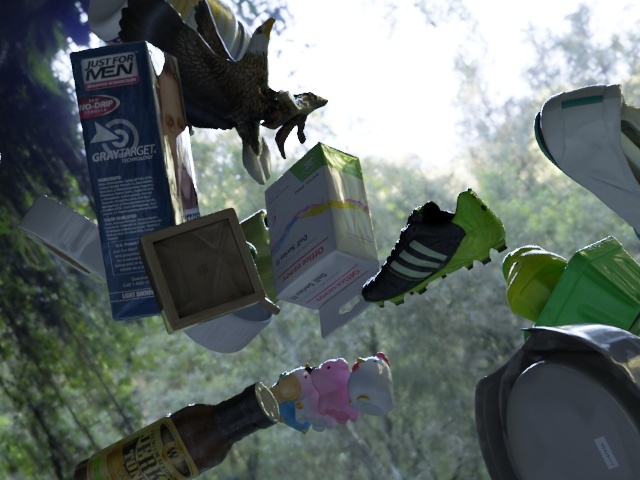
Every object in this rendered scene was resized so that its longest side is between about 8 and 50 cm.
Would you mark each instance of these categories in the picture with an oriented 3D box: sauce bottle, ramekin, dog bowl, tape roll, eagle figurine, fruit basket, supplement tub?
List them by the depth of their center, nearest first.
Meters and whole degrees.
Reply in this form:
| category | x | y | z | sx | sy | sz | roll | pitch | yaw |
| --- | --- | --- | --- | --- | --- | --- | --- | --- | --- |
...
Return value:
| category | x | y | z | sx | sy | sz | roll | pitch | yaw |
| --- | --- | --- | --- | --- | --- | --- | --- | --- | --- |
| dog bowl | 0.350 | 0.265 | 1.123 | 0.102 | 0.349 | 0.349 | -16 | -28 | -29 |
| eagle figurine | -0.143 | -0.254 | 1.363 | 0.225 | 0.298 | 0.226 | -57 | -19 | -26 |
| sauce bottle | -0.226 | 0.324 | 1.383 | 0.344 | 0.111 | 0.111 | -31 | -18 | 14 |
| ramekin | -0.211 | 0.141 | 1.844 | 0.109 | 0.207 | 0.207 | -53 | -24 | 19 |
| fruit basket | 0.526 | 0.144 | 1.978 | 0.283 | 0.392 | 0.392 | -15 | -30 | -50 |
| supplement tub | -0.347 | -0.503 | 2.064 | 0.241 | 0.241 | 0.331 | -44 | -48 | 17 |
| tape roll | -0.610 | 0.005 | 2.210 | 0.100 | 0.286 | 0.286 | -59 | -16 | -14 |

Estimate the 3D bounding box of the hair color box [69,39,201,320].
| category | x | y | z | sx | sy | sz | roll | pitch | yaw |
| --- | --- | --- | --- | --- | --- | --- | --- | --- | --- |
| hair color box | -0.235 | -0.080 | 1.191 | 0.105 | 0.347 | 0.174 | -8 | 4 | 4 |

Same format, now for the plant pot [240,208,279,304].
| category | x | y | z | sx | sy | sz | roll | pitch | yaw |
| --- | --- | --- | --- | --- | --- | --- | --- | --- | --- |
| plant pot | -0.170 | 0.066 | 2.078 | 0.254 | 0.276 | 0.276 | -38 | -19 | 20 |

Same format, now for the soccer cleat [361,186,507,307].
| category | x | y | z | sx | sy | sz | roll | pitch | yaw |
| --- | --- | --- | --- | --- | --- | --- | --- | --- | --- |
| soccer cleat | 0.095 | 0.008 | 0.821 | 0.060 | 0.072 | 0.179 | -31 | -1 | -45 |

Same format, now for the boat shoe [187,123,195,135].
| category | x | y | z | sx | sy | sz | roll | pitch | yaw |
| --- | --- | --- | --- | --- | --- | --- | --- | --- | --- |
| boat shoe | -0.392 | -0.263 | 2.216 | 0.153 | 0.056 | 0.048 | -18 | -15 | 0 |

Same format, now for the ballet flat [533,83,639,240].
| category | x | y | z | sx | sy | sz | roll | pitch | yaw |
| --- | --- | --- | --- | --- | --- | --- | --- | --- | --- |
| ballet flat | 0.439 | -0.076 | 1.142 | 0.400 | 0.139 | 0.139 | 31 | -66 | -34 |

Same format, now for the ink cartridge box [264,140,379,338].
| category | x | y | z | sx | sy | sz | roll | pitch | yaw |
| --- | --- | --- | --- | --- | --- | --- | --- | --- | --- |
| ink cartridge box | 0.000 | 0.000 | 1.815 | 0.119 | 0.353 | 0.207 | 19 | -44 | -35 |

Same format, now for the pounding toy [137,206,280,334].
| category | x | y | z | sx | sy | sz | roll | pitch | yaw |
| --- | --- | --- | --- | --- | --- | --- | --- | --- | --- |
| pounding toy | -0.122 | 0.042 | 1.016 | 0.141 | 0.130 | 0.100 | -19 | -5 | -17 |

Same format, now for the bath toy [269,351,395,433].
| category | x | y | z | sx | sy | sz | roll | pitch | yaw |
| --- | --- | --- | --- | --- | --- | --- | --- | --- | --- |
| bath toy | 0.026 | 0.313 | 1.872 | 0.348 | 0.151 | 0.129 | -24 | 38 | 49 |
